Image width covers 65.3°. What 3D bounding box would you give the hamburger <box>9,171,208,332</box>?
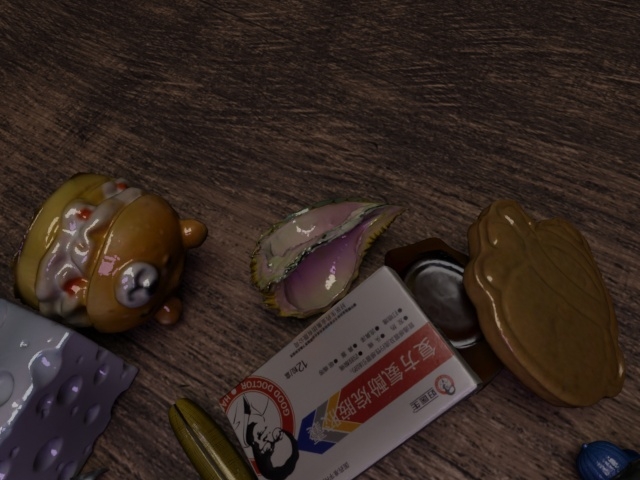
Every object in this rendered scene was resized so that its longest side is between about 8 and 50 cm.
[{"bbox_3d":[-0.341,0.035,0.857,0.237,0.276,0.276,20,65,2],"label":"hamburger"}]

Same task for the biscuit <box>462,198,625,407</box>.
[{"bbox_3d":[0.361,0.080,0.798,0.312,0.057,0.351,30,52,-16],"label":"biscuit"}]

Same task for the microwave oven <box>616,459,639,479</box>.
[{"bbox_3d":[0.416,0.423,0.577,0.295,0.181,0.237,-38,77,-4],"label":"microwave oven"}]

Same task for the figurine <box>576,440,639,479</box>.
[{"bbox_3d":[0.430,0.366,0.720,0.088,0.086,0.149,-17,71,22],"label":"figurine"}]

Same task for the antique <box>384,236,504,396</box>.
[{"bbox_3d":[0.201,0.120,0.833,0.224,0.129,0.277,-14,60,0],"label":"antique"}]

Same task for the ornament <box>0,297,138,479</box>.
[{"bbox_3d":[-0.481,0.234,0.764,0.239,0.239,0.239,19,65,13],"label":"ornament"}]

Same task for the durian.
[{"bbox_3d":[-0.014,0.003,0.908,0.305,0.185,0.196,-39,47,-20],"label":"durian"}]

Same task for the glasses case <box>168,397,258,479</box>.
[{"bbox_3d":[-0.156,0.341,0.770,0.064,0.079,0.234,-42,66,-9],"label":"glasses case"}]

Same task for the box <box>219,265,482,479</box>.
[{"bbox_3d":[0.032,0.231,0.752,0.353,0.069,0.214,-41,64,12],"label":"box"}]

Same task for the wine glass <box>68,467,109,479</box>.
[{"bbox_3d":[-0.333,0.449,0.739,0.066,0.066,0.197,-18,63,-5],"label":"wine glass"}]
